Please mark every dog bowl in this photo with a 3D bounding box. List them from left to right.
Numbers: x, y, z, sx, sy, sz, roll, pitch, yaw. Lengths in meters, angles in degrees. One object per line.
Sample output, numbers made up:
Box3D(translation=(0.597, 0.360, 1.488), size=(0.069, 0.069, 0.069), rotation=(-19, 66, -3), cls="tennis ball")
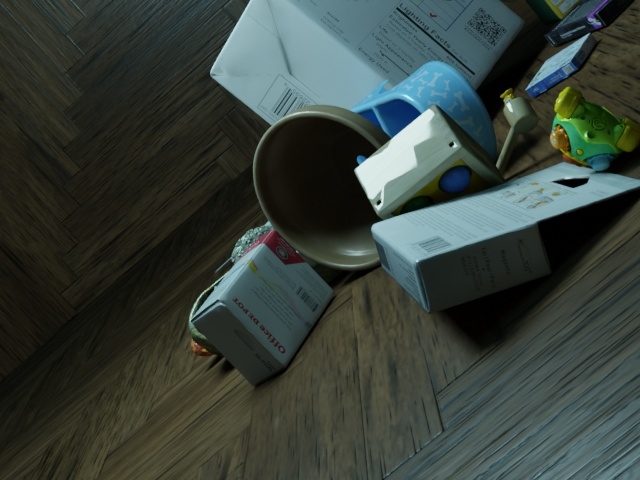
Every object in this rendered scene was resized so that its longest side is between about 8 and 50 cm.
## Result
Box3D(translation=(0.128, -0.144, 1.712), size=(0.074, 0.165, 0.297), rotation=(-31, 9, -20), cls="dog bowl")

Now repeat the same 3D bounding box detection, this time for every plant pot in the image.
Box3D(translation=(0.036, -0.087, 1.685), size=(0.237, 0.237, 0.110), rotation=(-32, 8, 43), cls="plant pot")

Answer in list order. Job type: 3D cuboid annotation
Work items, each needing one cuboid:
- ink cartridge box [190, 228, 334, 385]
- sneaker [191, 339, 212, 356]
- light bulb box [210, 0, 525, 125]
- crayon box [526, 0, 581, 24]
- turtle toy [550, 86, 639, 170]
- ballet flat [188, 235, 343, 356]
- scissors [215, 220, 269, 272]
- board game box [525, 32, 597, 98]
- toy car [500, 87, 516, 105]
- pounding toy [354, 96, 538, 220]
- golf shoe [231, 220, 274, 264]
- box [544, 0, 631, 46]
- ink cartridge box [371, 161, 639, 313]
Box3D(translation=(-0.076, 0.088, 1.658), size=(0.072, 0.127, 0.175), rotation=(-35, 12, 39), cls="ink cartridge box")
Box3D(translation=(-0.146, 0.133, 1.969), size=(0.175, 0.064, 0.067), rotation=(-45, -10, -44), cls="sneaker")
Box3D(translation=(0.083, -0.313, 2.007), size=(0.361, 0.358, 0.225), rotation=(-51, 1, -44), cls="light bulb box")
Box3D(translation=(0.373, -0.564, 2.144), size=(0.203, 0.323, 0.083), rotation=(-43, 10, -7), cls="crayon box")
Box3D(translation=(0.283, -0.113, 1.312), size=(0.066, 0.095, 0.130), rotation=(-61, -6, 18), cls="turtle toy")
Box3D(translation=(-0.058, 0.038, 1.800), size=(0.348, 0.123, 0.123), rotation=(-43, 10, 10), cls="ballet flat")
Box3D(translation=(-0.103, -0.037, 2.588), size=(0.297, 0.021, 0.109), rotation=(-41, 13, 10), cls="scissors")
Box3D(translation=(0.351, -0.254, 1.804), size=(0.090, 0.020, 0.090), rotation=(-31, 15, 46), cls="board game box")
Box3D(translation=(0.236, -0.170, 1.816), size=(0.122, 0.040, 0.060), rotation=(-38, -10, 34), cls="toy car")
Box3D(translation=(0.182, -0.079, 1.481), size=(0.206, 0.181, 0.094), rotation=(-39, 48, 15), cls="pounding toy")
Box3D(translation=(-0.095, -0.002, 2.337), size=(0.176, 0.069, 0.086), rotation=(-42, -10, -16), cls="golf shoe")
Box3D(translation=(0.430, -0.360, 1.927), size=(0.116, 0.029, 0.162), rotation=(-44, 12, -15), cls="box")
Box3D(translation=(0.191, -0.011, 1.296), size=(0.239, 0.060, 0.275), rotation=(-17, 9, -4), cls="ink cartridge box")
